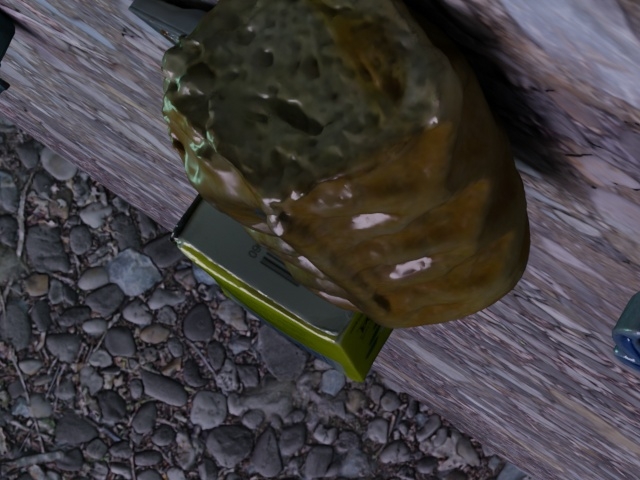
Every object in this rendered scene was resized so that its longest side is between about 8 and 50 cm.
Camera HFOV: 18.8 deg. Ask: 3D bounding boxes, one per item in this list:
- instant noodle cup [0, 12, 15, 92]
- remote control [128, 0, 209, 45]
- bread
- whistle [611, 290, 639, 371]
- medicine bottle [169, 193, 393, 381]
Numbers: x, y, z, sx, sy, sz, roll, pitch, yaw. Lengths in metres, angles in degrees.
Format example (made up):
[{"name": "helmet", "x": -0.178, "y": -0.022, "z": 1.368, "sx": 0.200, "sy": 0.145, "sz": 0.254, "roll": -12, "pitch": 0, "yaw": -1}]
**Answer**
[{"name": "instant noodle cup", "x": -0.385, "y": -0.230, "z": 1.910, "sx": 0.157, "sy": 0.070, "sz": 0.179, "roll": 29, "pitch": 174, "yaw": 46}, {"name": "remote control", "x": -0.070, "y": -0.127, "z": 1.231, "sx": 0.061, "sy": 0.029, "sz": 0.162, "roll": 39, "pitch": 177, "yaw": -29}, {"name": "bread", "x": 0.025, "y": -0.035, "z": 0.982, "sx": 0.152, "sy": 0.130, "sz": 0.267, "roll": 21, "pitch": 170, "yaw": 23}, {"name": "whistle", "x": 0.243, "y": 0.093, "z": 1.102, "sx": 0.180, "sy": 0.093, "sz": 0.269, "roll": 27, "pitch": 168, "yaw": 4}, {"name": "medicine bottle", "x": 0.000, "y": 0.000, "z": 1.363, "sx": 0.141, "sy": 0.137, "sz": 0.250, "roll": 33, "pitch": 174, "yaw": 9}]
